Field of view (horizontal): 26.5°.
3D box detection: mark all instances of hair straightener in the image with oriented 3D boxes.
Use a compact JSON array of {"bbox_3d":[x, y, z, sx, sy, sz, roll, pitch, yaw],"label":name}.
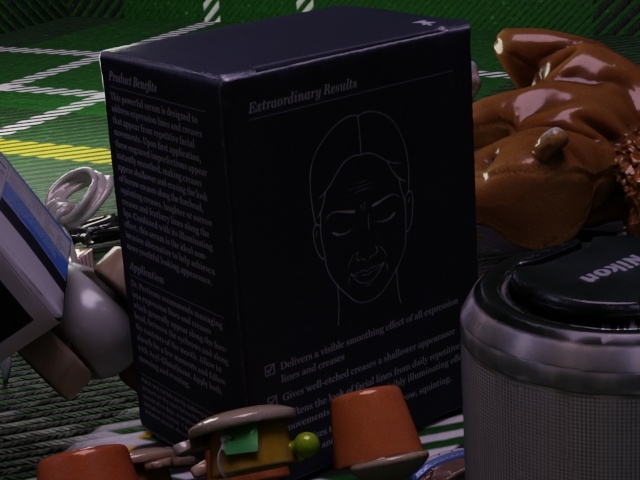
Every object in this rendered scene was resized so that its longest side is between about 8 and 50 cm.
[{"bbox_3d":[-0.337,0.002,1.924,0.230,0.047,0.089,-12,20,-35],"label":"hair straightener"}]

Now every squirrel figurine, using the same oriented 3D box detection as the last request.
[{"bbox_3d":[0.346,-0.091,1.675,0.397,0.281,0.370,8,18,19],"label":"squirrel figurine"}]

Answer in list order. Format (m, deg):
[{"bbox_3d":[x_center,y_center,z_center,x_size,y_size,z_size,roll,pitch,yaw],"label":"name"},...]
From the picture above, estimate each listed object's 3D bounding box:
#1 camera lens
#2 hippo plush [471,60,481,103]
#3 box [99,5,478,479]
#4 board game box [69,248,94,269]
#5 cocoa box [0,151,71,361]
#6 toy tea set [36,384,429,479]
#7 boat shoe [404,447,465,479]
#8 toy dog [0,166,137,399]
[{"bbox_3d":[0.216,0.148,1.005,0.219,0.274,0.219,-3,18,1],"label":"camera lens"},{"bbox_3d":[0.140,-0.170,2.005,0.234,0.294,0.236,-23,25,9],"label":"hippo plush"},{"bbox_3d":[-0.021,-0.006,1.321,0.293,0.395,0.212,-17,23,-35],"label":"box"},{"bbox_3d":[-0.413,0.050,1.774,0.193,0.045,0.147,2,19,16],"label":"board game box"},{"bbox_3d":[-0.444,0.046,1.298,0.347,0.231,0.228,-34,20,5],"label":"cocoa box"},{"bbox_3d":[-0.077,0.211,1.103,0.336,0.124,0.200,-17,-13,22],"label":"toy tea set"},{"bbox_3d":[0.084,0.234,1.119,0.183,0.066,0.066,-25,31,-26],"label":"boat shoe"},{"bbox_3d":[-0.270,0.082,1.487,0.220,0.161,0.334,-31,32,-1],"label":"toy dog"}]
